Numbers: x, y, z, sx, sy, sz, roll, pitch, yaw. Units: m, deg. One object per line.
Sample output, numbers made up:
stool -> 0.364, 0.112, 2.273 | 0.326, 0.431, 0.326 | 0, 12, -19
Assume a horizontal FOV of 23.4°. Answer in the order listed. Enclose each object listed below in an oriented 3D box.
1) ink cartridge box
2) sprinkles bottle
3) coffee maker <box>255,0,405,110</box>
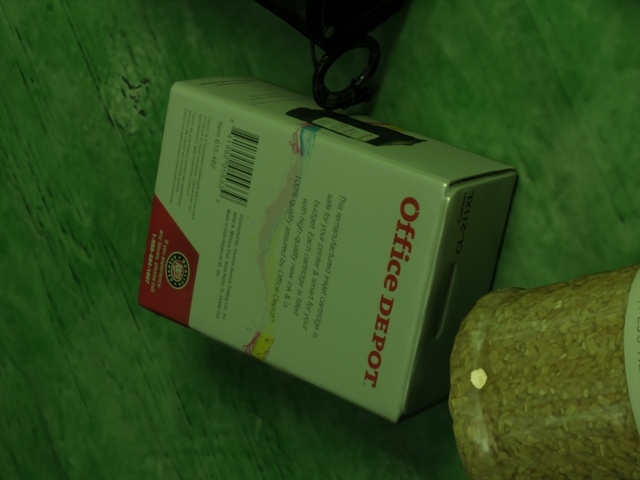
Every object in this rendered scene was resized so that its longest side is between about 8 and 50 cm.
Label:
ink cartridge box -> 0.000, 0.000, 0.797 | 0.175, 0.072, 0.127 | 22, 110, 30
sprinkles bottle -> 0.226, 0.044, 0.617 | 0.355, 0.121, 0.121 | -16, 89, 37
coffee maker -> -0.044, -0.176, 0.768 | 0.178, 0.120, 0.171 | 32, 116, 27
